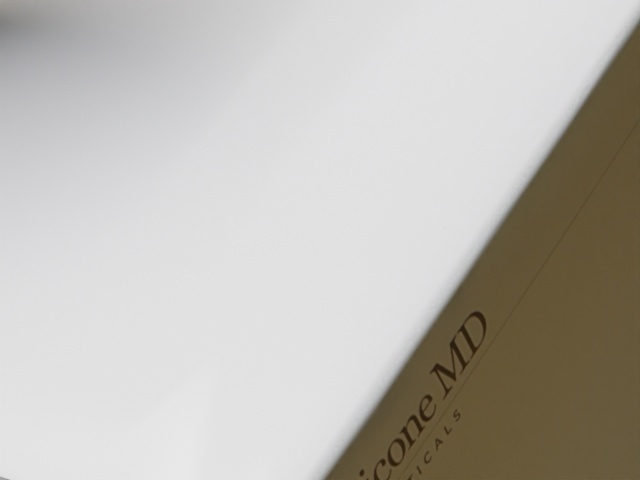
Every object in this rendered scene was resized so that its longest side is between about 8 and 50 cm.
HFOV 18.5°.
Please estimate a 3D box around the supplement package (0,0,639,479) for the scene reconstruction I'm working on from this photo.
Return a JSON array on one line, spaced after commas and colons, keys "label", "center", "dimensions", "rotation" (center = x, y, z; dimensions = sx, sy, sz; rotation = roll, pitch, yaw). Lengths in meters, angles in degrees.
[{"label": "supplement package", "center": [0.000, 0.000, 0.524], "dimensions": [0.204, 0.145, 0.262], "rotation": [12, 54, 37]}]
